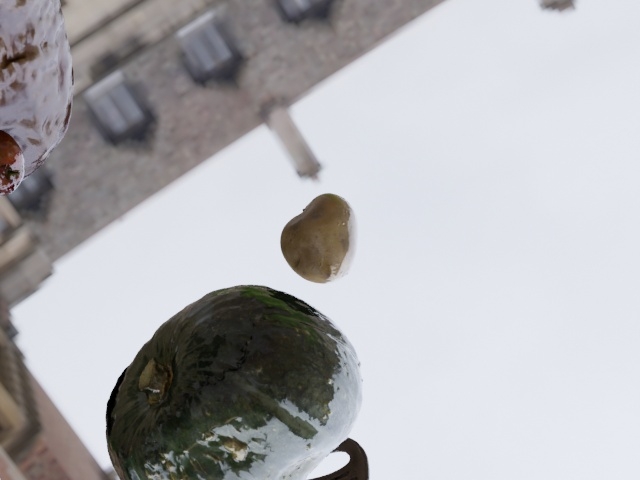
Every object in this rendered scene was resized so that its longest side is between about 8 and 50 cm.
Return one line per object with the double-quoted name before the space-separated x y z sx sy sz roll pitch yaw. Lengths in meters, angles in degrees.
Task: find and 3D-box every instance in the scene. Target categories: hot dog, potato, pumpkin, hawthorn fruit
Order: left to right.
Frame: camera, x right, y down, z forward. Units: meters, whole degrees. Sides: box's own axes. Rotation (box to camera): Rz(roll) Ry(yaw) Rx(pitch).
"hot dog" -0.394 -0.224 1.575 0.267 0.387 0.174 -21 -132 -12
"hawthorn fruit" -0.335 -0.078 1.551 0.077 0.077 0.077 -29 -161 11
"pumpkin" -0.112 0.213 1.913 0.327 0.257 0.291 -55 -150 5
"potato" 0.001 -0.001 2.096 0.112 0.112 0.147 -23 -153 26

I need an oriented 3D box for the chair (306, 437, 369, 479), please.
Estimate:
"chair" -0.109 0.374 2.363 0.326 0.183 0.175 -20 -136 33
